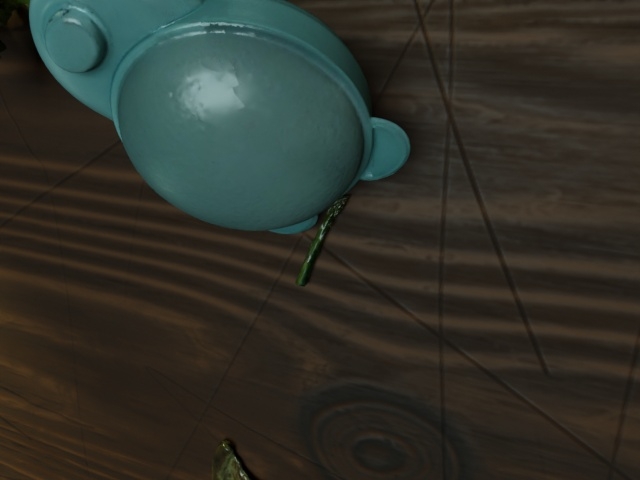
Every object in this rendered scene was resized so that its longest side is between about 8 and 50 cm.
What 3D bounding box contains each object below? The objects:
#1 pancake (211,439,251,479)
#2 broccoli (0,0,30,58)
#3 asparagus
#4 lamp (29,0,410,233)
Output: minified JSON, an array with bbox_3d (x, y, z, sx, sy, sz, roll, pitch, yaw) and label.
[{"bbox_3d":[-0.055,0.337,0.591,0.191,0.020,0.184,-13,98,23],"label":"pancake"},{"bbox_3d":[-0.342,-0.310,0.394,0.339,0.277,0.317,-32,130,-10],"label":"broccoli"},{"bbox_3d":[0.000,0.000,0.484,0.015,0.014,0.114,16,114,-20],"label":"asparagus"},{"bbox_3d":[-0.082,-0.108,0.377,0.284,0.147,0.209,44,131,-17],"label":"lamp"}]
